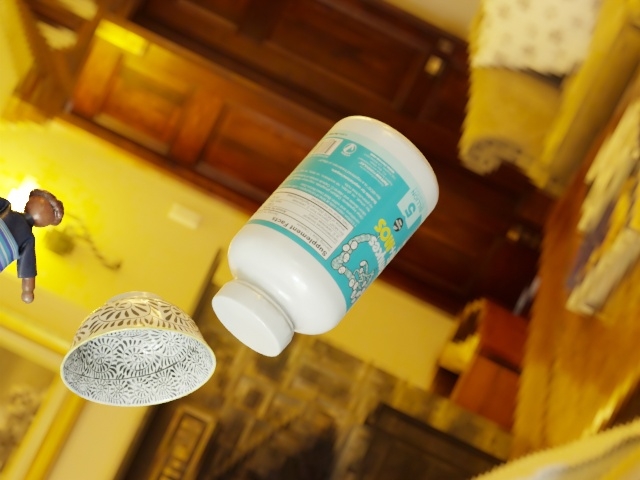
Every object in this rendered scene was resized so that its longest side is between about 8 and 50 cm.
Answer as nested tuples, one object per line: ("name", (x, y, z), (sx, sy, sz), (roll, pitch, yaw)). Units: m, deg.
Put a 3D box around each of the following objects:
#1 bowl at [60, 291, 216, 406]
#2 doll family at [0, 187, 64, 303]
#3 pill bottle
("bowl", (-0.204, 0.109, 1.758), (0.170, 0.170, 0.080), (120, 148, -49))
("doll family", (-0.229, -0.043, 0.948), (0.111, 0.076, 0.193), (-43, -55, -40))
("pill bottle", (0.000, 0.000, 1.720), (0.264, 0.146, 0.146), (-49, -2, -23))
